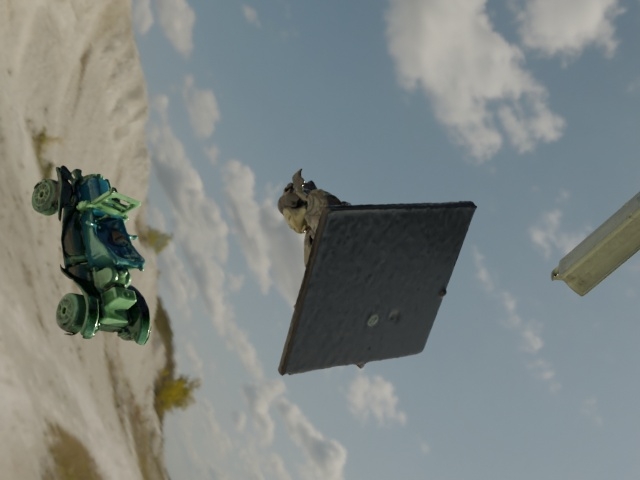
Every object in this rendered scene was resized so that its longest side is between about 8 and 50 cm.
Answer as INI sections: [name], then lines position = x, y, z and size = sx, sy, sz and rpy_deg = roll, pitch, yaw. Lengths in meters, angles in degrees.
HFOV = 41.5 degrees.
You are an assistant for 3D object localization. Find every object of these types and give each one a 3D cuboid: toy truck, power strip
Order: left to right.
[toy truck]
position = -0.175, 0.008, 0.697
size = 0.080, 0.078, 0.154
rpy_deg = 20, 44, -52
[power strip]
position = 0.445, -0.019, 1.207
size = 0.052, 0.272, 0.078
rpy_deg = 42, 24, -2

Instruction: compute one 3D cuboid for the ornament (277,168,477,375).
[ornament]
position = 0.000, 0.000, 0.748
size = 0.196, 0.153, 0.166
rpy_deg = 44, -53, 46
